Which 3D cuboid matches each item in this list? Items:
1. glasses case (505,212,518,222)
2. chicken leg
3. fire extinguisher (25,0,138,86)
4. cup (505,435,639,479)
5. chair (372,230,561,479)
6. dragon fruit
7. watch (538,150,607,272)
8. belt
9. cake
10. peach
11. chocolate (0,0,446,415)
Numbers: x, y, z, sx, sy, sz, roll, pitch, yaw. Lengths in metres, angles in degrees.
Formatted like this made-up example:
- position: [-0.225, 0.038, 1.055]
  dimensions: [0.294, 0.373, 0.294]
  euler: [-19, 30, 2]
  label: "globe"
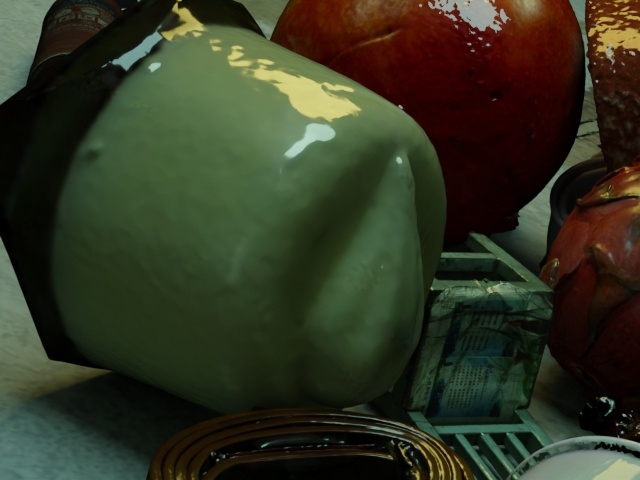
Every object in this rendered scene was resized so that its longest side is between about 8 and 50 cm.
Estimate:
- position: [0.183, -0.104, 2.303]
  dimensions: [0.056, 0.105, 0.266]
  euler: [34, 15, -24]
  label: "glasses case"
- position: [0.314, 0.205, 1.690]
  dimensions: [0.234, 0.063, 0.105]
  euler: [27, 30, 25]
  label: "chicken leg"
- position: [-0.256, -0.222, 2.263]
  dimensions: [0.138, 0.102, 0.344]
  euler: [-2, 24, -1]
  label: "fire extinguisher"
- position: [0.116, 0.277, 1.198]
  dimensions: [0.274, 0.253, 0.253]
  euler: [-19, 39, -42]
  label: "cup"
- position: [0.135, 0.105, 1.707]
  dimensions: [0.136, 0.147, 0.270]
  euler: [2, 24, -29]
  label: "chair"
- position: [0.319, 0.042, 1.832]
  dimensions: [0.241, 0.241, 0.252]
  euler: [29, 48, 31]
  label: "dragon fruit"
- position: [0.358, 0.010, 2.057]
  dimensions: [0.248, 0.211, 0.217]
  euler: [22, 44, 22]
  label: "watch"
- position: [-0.010, 0.204, 1.442]
  dimensions: [0.261, 0.105, 0.184]
  euler: [2, 28, -29]
  label: "belt"
- position: [0.347, -0.169, 1.991]
  dimensions: [0.151, 0.177, 0.283]
  euler: [-3, 43, 12]
  label: "cake"
- position: [0.111, -0.148, 2.034]
  dimensions: [0.370, 0.370, 0.370]
  euler: [13, 23, -5]
  label: "peach"
- position: [-0.046, -0.018, 1.585]
  dimensions: [0.297, 0.326, 0.314]
  euler: [13, 41, 39]
  label: "chocolate"
